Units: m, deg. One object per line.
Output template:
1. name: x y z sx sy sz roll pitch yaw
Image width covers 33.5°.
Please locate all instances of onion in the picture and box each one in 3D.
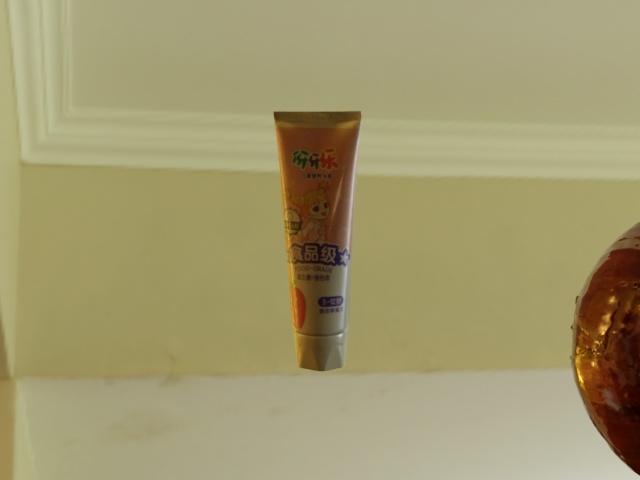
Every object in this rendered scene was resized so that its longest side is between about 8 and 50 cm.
1. onion: 0.319 0.094 0.937 0.248 0.248 0.161 0 0 -13

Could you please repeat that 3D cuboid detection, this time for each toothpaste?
1. toothpaste: 0.000 0.000 0.799 0.067 0.195 0.043 2 13 14
